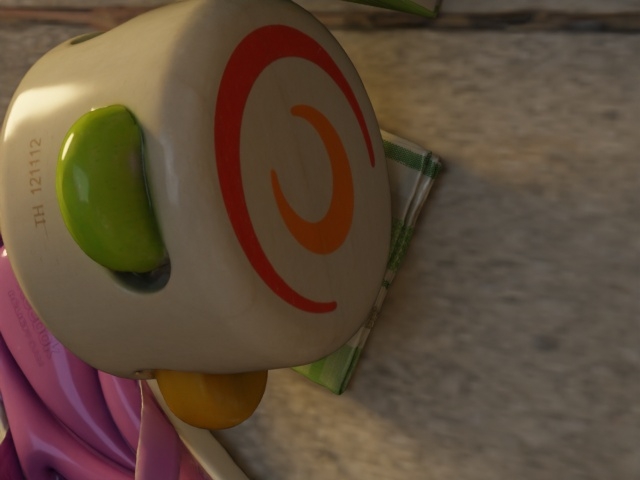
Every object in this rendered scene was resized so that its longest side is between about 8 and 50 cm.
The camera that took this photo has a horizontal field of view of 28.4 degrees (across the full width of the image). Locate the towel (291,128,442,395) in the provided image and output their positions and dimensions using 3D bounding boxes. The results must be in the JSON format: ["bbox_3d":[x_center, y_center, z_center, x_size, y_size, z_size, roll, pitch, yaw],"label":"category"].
[{"bbox_3d":[0.000,0.000,0.744,0.113,0.023,0.152,28,102,33],"label":"towel"}]

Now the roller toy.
[{"bbox_3d":[-0.064,-0.023,0.662,0.146,0.209,0.191,-10,46,33],"label":"roller toy"}]

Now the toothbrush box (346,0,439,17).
[{"bbox_3d":[-0.084,-0.224,0.706,0.283,0.206,0.122,16,94,32],"label":"toothbrush box"}]

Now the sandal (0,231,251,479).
[{"bbox_3d":[-0.141,0.151,0.765,0.169,0.102,0.416,-41,66,22],"label":"sandal"}]
